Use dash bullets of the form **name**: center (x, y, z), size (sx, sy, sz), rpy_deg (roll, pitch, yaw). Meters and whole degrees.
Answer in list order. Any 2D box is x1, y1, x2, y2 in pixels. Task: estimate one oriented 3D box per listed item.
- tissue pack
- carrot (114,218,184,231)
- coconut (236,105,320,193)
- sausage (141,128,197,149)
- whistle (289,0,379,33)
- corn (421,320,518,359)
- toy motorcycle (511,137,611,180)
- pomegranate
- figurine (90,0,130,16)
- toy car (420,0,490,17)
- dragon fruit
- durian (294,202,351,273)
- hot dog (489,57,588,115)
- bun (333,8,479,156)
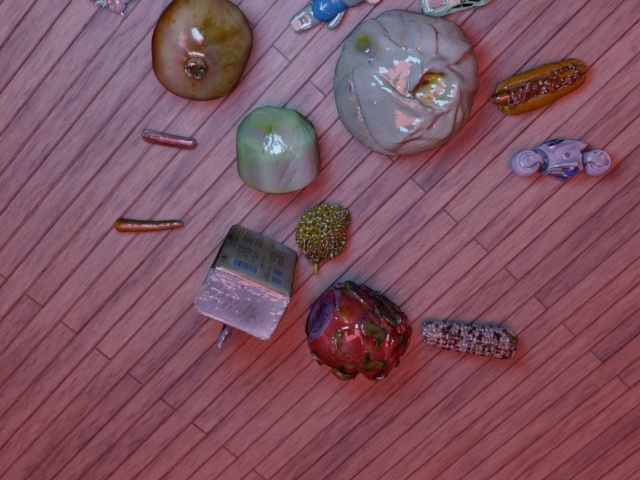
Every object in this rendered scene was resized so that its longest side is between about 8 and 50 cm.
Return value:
- **tissue pack**: center (-0.199, 0.131, 1.699), size (0.238, 0.305, 0.238), rpy_deg (0, 111, 1)
- **carrot**: center (-0.469, -0.042, 1.788), size (0.190, 0.037, 0.037), rpy_deg (0, 108, -3)
- **coconut**: center (-0.104, -0.214, 1.638), size (0.236, 0.204, 0.236), rpy_deg (-13, 131, -15)
- **sausage**: center (-0.397, -0.265, 1.712), size (0.147, 0.035, 0.030), rpy_deg (11, 140, -2)
- **whistle**: center (0.031, -0.578, 1.580), size (0.236, 0.077, 0.114), rpy_deg (-28, 113, 12)
- **corn**: center (0.425, 0.284, 1.856), size (0.280, 0.092, 0.092), rpy_deg (7, 108, 2)
- **toy motorcycle**: center (0.623, -0.214, 1.691), size (0.254, 0.112, 0.112), rpy_deg (0, 108, 0)
- **pomegranate**: center (-0.281, -0.447, 1.526), size (0.229, 0.270, 0.252), rpy_deg (28, 114, -17)
- **figurine**: center (-0.490, -0.605, 1.590), size (0.146, 0.081, 0.098), rpy_deg (10, 152, -8)
- **toy car**: center (0.334, -0.599, 1.578), size (0.186, 0.058, 0.093), rpy_deg (-13, 106, 5)
- **dragon fruit**: center (0.110, 0.259, 1.776), size (0.291, 0.250, 0.269), rpy_deg (28, 112, -24)
- **durian**: center (0.000, 0.000, 1.761), size (0.146, 0.102, 0.208), rpy_deg (12, 112, -9)
- **hot dog**: center (0.549, -0.383, 1.637), size (0.249, 0.076, 0.102), rpy_deg (-18, 111, 6)
- **bun**: center (0.206, -0.372, 1.572), size (0.365, 0.219, 0.365), rpy_deg (1, 105, 2)
